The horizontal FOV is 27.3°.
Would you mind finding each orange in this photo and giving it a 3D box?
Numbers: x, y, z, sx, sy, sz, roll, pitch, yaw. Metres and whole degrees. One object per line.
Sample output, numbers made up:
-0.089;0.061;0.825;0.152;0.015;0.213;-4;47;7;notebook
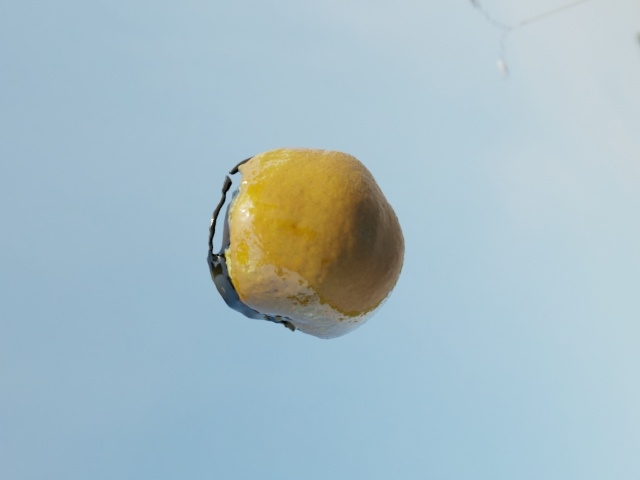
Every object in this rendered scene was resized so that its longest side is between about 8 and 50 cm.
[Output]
0.000;0.000;0.998;0.170;0.112;0.160;-36;-75;-28;orange
